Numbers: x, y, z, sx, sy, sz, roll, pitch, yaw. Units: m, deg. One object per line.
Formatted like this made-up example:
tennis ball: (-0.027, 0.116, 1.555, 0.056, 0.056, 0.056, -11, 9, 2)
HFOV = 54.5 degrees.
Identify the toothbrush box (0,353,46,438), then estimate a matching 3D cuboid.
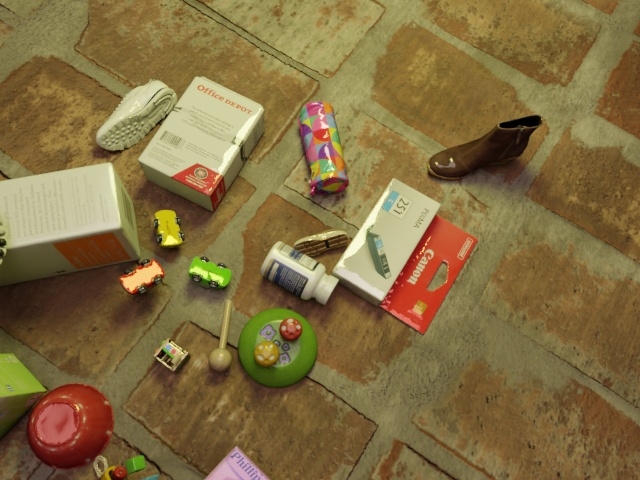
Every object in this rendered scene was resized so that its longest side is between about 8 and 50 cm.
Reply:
toothbrush box: (-0.701, 0.331, 1.187, 0.122, 0.283, 0.206, 43, 86, 11)

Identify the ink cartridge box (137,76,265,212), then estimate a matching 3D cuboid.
ink cartridge box: (-0.284, -0.239, 1.534, 0.197, 0.114, 0.272, 27, 71, 6)

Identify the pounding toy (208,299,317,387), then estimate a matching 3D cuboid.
pounding toy: (-0.121, 0.225, 1.385, 0.237, 0.110, 0.182, 12, 70, -1)

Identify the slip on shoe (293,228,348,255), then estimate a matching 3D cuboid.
slip on shoe: (0.000, 0.000, 1.514, 0.136, 0.051, 0.041, -16, 33, -2)

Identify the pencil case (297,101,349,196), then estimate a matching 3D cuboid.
pencil case: (0.005, -0.231, 1.566, 0.105, 0.104, 0.236, -7, 70, -7)

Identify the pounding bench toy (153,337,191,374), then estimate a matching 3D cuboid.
pounding bench toy: (-0.332, 0.251, 1.372, 0.065, 0.083, 0.052, 35, 72, 7)

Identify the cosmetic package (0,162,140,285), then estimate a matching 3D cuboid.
cosmetic package: (-0.652, -0.018, 1.365, 0.454, 0.230, 0.161, -11, 73, -8)

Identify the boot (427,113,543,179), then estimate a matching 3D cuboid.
boot: (0.401, -0.240, 1.542, 0.249, 0.207, 0.090, -11, 72, -8)

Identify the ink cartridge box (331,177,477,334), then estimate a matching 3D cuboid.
ink cartridge box: (0.212, 0.033, 1.505, 0.261, 0.066, 0.296, 31, 71, 8)

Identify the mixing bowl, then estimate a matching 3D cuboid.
mixing bowl: (-0.534, 0.385, 1.301, 0.182, 0.098, 0.181, 2, 71, -5)

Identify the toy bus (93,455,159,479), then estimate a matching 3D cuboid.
toy bus: (-0.418, 0.527, 1.213, 0.202, 0.104, 0.190, -13, 78, 33)

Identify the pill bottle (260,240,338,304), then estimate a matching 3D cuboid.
pill bottle: (-0.047, 0.081, 1.451, 0.169, 0.094, 0.094, 29, 71, 6)

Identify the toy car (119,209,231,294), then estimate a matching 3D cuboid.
toy car: (-0.319, 0.061, 1.445, 0.225, 0.053, 0.239, 22, 54, -7)

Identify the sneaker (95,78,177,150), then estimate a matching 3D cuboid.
sneaker: (-0.477, -0.319, 1.573, 0.095, 0.090, 0.235, 39, 68, 22)

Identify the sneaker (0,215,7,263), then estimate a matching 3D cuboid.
sneaker: (-0.686, 0.067, 1.184, 0.118, 0.110, 0.291, 4, 82, 25)

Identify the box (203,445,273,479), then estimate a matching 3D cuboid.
box: (-0.177, 0.580, 1.250, 0.213, 0.117, 0.243, 42, 72, 10)
